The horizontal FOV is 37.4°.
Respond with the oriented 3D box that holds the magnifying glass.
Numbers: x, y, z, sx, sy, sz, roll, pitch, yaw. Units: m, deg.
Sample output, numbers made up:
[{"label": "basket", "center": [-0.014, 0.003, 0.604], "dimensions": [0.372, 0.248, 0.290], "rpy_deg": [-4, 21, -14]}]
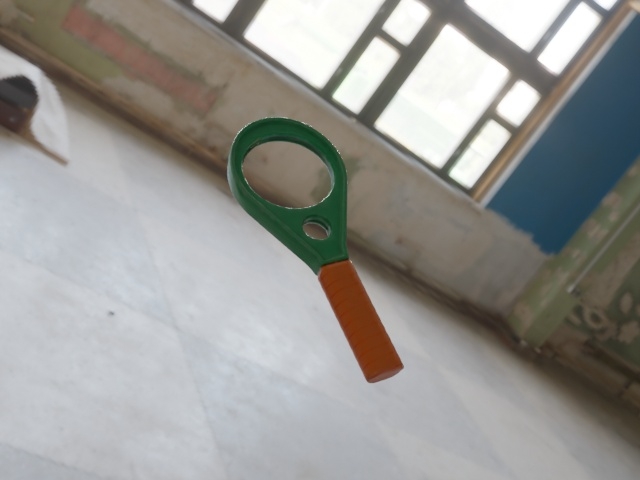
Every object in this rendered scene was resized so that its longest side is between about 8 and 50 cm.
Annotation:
[{"label": "magnifying glass", "center": [0.000, 0.000, 0.705], "dimensions": [0.092, 0.026, 0.230], "rpy_deg": [-14, 63, -24]}]
